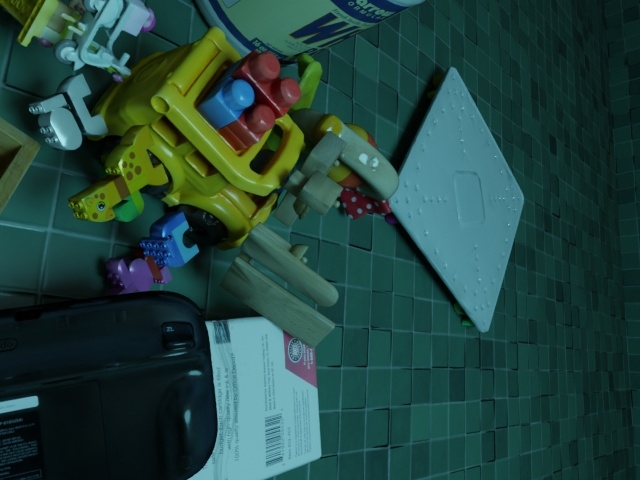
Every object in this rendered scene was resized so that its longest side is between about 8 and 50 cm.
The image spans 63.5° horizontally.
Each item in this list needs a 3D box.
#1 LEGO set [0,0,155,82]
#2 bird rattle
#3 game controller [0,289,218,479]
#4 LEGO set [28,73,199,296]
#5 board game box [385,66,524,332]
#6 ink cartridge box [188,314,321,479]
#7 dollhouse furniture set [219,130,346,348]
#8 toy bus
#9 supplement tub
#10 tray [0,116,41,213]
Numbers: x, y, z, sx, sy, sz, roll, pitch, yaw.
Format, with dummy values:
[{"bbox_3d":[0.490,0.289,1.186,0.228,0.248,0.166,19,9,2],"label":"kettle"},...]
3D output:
[{"bbox_3d":[-0.238,-0.256,0.499,0.107,0.132,0.287,21,39,-60],"label":"LEGO set"},{"bbox_3d":[0.020,-0.104,0.683,0.143,0.207,0.253,-46,118,-3],"label":"bird rattle"},{"bbox_3d":[-0.239,0.137,0.391,0.318,0.067,0.167,-6,99,-21],"label":"game controller"},{"bbox_3d":[-0.191,-0.029,0.476,0.093,0.086,0.227,-49,132,-46],"label":"LEGO set"},{"bbox_3d":[0.282,-0.081,1.049,0.390,0.050,0.390,49,53,-30],"label":"board game box"},{"bbox_3d":[-0.118,0.171,0.557,0.237,0.100,0.172,3,80,-46],"label":"ink cartridge box"},{"bbox_3d":[0.000,0.000,0.560,0.123,0.144,0.151,35,48,-2],"label":"dollhouse furniture set"},{"bbox_3d":[-0.093,-0.106,0.547,0.220,0.211,0.150,48,52,-32],"label":"toy bus"},{"bbox_3d":[0.016,-0.368,0.614,0.235,0.324,0.236,8,78,-45],"label":"supplement tub"},{"bbox_3d":[-0.323,0.027,0.255,0.202,0.076,0.411,39,32,-33],"label":"tray"}]
